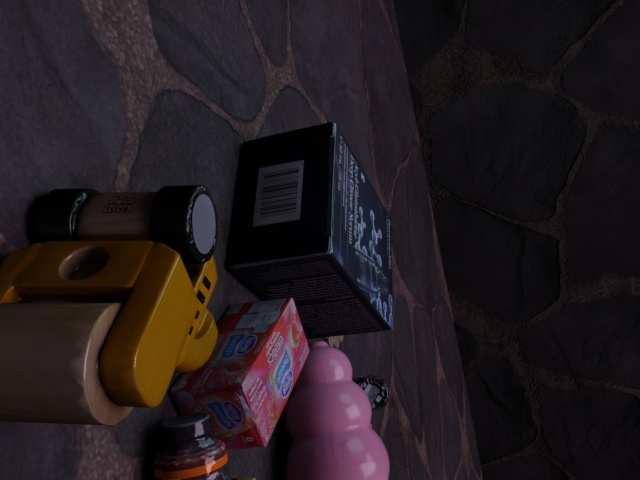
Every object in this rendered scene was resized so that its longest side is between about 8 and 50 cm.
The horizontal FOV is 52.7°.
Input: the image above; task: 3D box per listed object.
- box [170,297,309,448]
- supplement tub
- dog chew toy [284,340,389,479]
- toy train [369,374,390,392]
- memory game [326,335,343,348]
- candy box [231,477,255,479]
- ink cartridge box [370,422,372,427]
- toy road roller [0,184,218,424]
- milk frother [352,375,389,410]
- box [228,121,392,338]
[{"bbox_3d":[-0.122,0.213,1.068,0.257,0.128,0.123,-60,137,-60],"label":"box"},{"bbox_3d":[-0.176,0.347,0.903,0.106,0.106,0.198,-7,88,-70],"label":"supplement tub"},{"bbox_3d":[0.019,0.369,1.300,0.206,0.206,0.332,32,45,-64],"label":"dog chew toy"},{"bbox_3d":[0.173,0.437,1.918,0.158,0.027,0.036,55,44,-51],"label":"toy train"},{"bbox_3d":[0.026,0.183,1.644,0.186,0.012,0.186,-8,90,-70],"label":"memory game"},{"bbox_3d":[-0.135,0.490,1.030,0.109,0.053,0.187,-2,83,-70],"label":"candy box"},{"bbox_3d":[0.117,0.510,1.729,0.063,0.029,0.115,-75,149,-48],"label":"ink cartridge box"},{"bbox_3d":[-0.227,0.097,0.746,0.330,0.202,0.241,-76,161,-49],"label":"toy road roller"},{"bbox_3d":[0.077,0.367,1.601,0.143,0.129,0.135,53,-17,3],"label":"milk frother"},{"bbox_3d":[0.000,0.000,1.362,0.395,0.211,0.294,52,35,-55],"label":"box"}]
